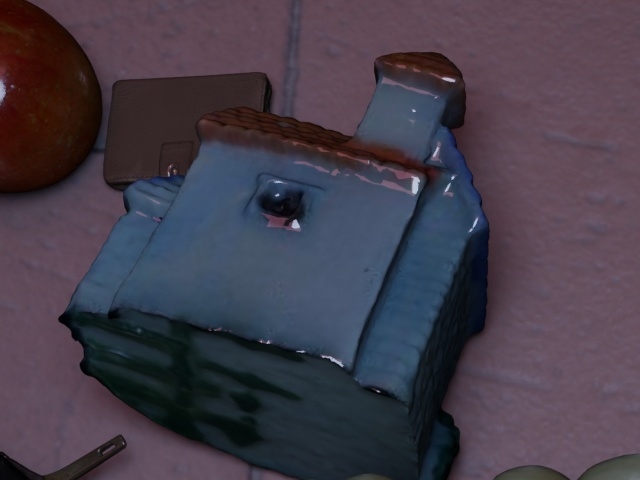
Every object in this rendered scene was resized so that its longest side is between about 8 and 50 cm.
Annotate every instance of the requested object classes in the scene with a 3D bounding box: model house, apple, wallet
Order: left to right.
[{"bbox_3d":[-0.291,-0.131,1.542,0.181,0.168,0.181,-4,72,14],"label":"apple"},{"bbox_3d":[-0.121,-0.096,1.566,0.153,0.039,0.118,1,67,15],"label":"wallet"},{"bbox_3d":[0.000,0.000,1.410,0.295,0.251,0.329,14,65,17],"label":"model house"}]

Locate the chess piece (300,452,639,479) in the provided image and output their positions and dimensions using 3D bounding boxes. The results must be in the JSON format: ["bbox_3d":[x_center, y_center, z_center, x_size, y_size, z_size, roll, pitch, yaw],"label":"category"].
[{"bbox_3d":[0.133,0.241,1.266,0.330,0.182,0.182,-14,66,23],"label":"chess piece"}]

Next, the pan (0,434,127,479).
[{"bbox_3d":[-0.251,0.241,1.452,0.202,0.048,0.128,-8,69,10],"label":"pan"}]
